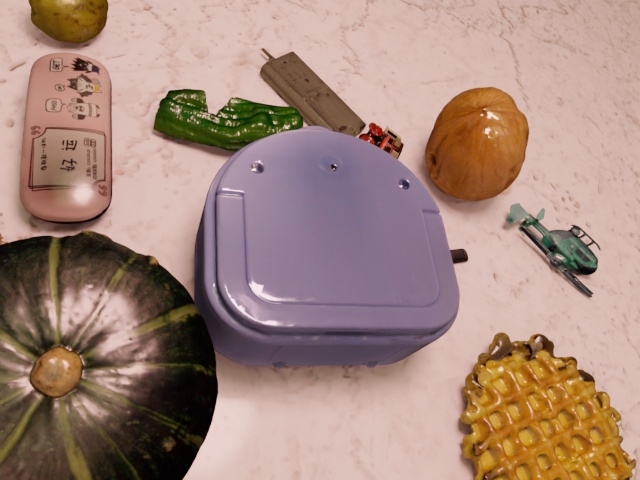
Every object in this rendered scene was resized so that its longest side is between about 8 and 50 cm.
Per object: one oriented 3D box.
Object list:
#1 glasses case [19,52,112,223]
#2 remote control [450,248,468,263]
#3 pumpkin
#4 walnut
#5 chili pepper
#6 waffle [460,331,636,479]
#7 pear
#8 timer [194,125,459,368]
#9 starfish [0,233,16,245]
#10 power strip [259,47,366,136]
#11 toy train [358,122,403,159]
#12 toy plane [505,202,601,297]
[{"bbox_3d":[-0.381,-0.164,0.818,0.122,0.075,0.314,-1,62,-19],"label":"glasses case"},{"bbox_3d":[0.232,0.029,0.984,0.091,0.016,0.034,-6,59,-25],"label":"remote control"},{"bbox_3d":[-0.268,0.150,0.567,0.323,0.241,0.323,9,70,-27],"label":"pumpkin"},{"bbox_3d":[0.292,-0.179,1.008,0.196,0.221,0.195,-2,69,6],"label":"walnut"},{"bbox_3d":[-0.155,-0.200,0.929,0.254,0.083,0.099,6,58,-13],"label":"chili pepper"},{"bbox_3d":[0.352,0.299,0.844,0.329,0.062,0.329,9,57,-15],"label":"waffle"},{"bbox_3d":[-0.427,-0.393,0.918,0.131,0.107,0.107,-14,67,-41],"label":"pear"},{"bbox_3d":[0.000,0.000,0.813,0.395,0.173,0.394,9,59,-15],"label":"timer"},{"bbox_3d":[-0.466,0.038,0.671,0.299,0.060,0.302,-35,89,-34],"label":"starfish"},{"bbox_3d":[-0.026,-0.290,1.058,0.268,0.034,0.092,47,56,9],"label":"power strip"},{"bbox_3d":[0.102,-0.162,1.025,0.087,0.050,0.138,34,56,-7],"label":"toy train"},{"bbox_3d":[0.470,0.006,1.072,0.235,0.060,0.096,43,68,2],"label":"toy plane"}]
